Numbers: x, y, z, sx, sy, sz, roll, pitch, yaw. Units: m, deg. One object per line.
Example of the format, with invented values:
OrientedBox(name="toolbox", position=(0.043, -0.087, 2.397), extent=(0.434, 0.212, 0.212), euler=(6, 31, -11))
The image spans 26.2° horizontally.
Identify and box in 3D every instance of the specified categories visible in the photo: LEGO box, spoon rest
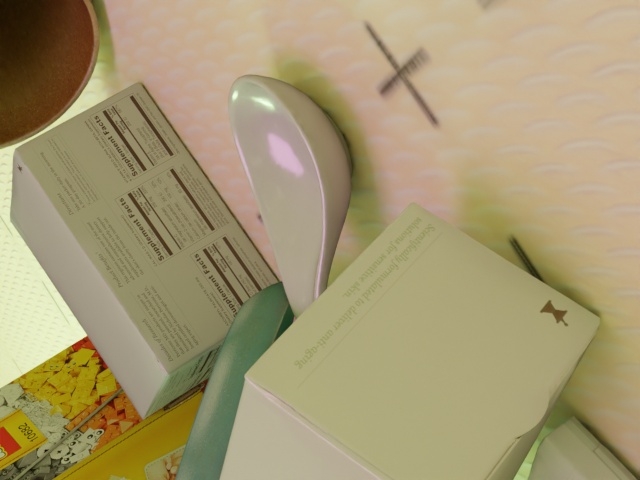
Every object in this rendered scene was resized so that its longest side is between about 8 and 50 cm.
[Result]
OrientedBox(name="LEGO box", position=(-0.221, 0.378, 1.637), extent=(0.193, 0.372, 0.500), euler=(32, 146, 49))
OrientedBox(name="spoon rest", position=(0.000, 0.000, 1.049), extent=(0.276, 0.084, 0.137), euler=(62, 158, -13))

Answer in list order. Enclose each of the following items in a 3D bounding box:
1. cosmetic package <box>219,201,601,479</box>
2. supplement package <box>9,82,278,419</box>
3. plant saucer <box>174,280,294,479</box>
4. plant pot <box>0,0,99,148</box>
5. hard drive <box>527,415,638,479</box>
OrientedBox(name="cosmetic package", position=(0.034, 0.178, 0.943), extent=(0.155, 0.197, 0.365), euler=(33, 139, 16))
OrientedBox(name="supplement package", position=(-0.180, 0.017, 1.374), extent=(0.262, 0.145, 0.204), euler=(55, 158, 9))
OrientedBox(name="plant saucer", position=(-0.083, 0.177, 1.150), extent=(0.044, 0.317, 0.317), euler=(17, 151, 1))
OrientedBox(name="plant pot", position=(-0.371, -0.255, 1.356), extent=(0.237, 0.237, 0.254), euler=(86, 159, -50))
OrientedBox(name="hard drive", position=(0.252, 0.284, 0.942), extent=(0.307, 0.040, 0.203), euler=(47, 156, 26))
